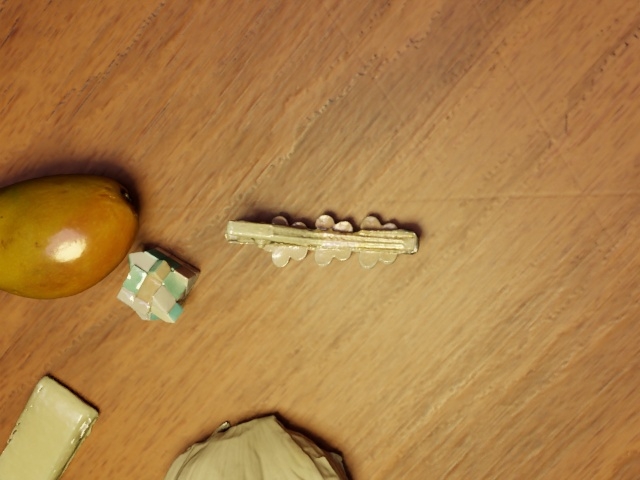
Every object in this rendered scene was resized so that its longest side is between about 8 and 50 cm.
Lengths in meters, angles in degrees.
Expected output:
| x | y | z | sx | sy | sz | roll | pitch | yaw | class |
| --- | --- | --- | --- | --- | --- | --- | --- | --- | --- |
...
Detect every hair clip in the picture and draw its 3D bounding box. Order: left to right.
| x | y | z | sx | sy | sz | roll | pitch | yaw | class |
| --- | --- | --- | --- | --- | --- | --- | --- | --- | --- |
| 0.000 | 0.001 | 1.096 | 0.214 | 0.056 | 0.062 | 5 | 83 | 1 | hair clip |

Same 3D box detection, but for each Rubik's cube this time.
| x | y | z | sx | sy | sz | roll | pitch | yaw | class |
| --- | --- | --- | --- | --- | --- | --- | --- | --- | --- |
| -0.185 | 0.055 | 1.123 | 0.075 | 0.073 | 0.084 | 14 | 98 | 9 | Rubik's cube |

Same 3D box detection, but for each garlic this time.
| x | y | z | sx | sy | sz | roll | pitch | yaw | class |
| --- | --- | --- | --- | --- | --- | --- | --- | --- | --- |
| -0.088 | 0.303 | 1.109 | 0.230 | 0.143 | 0.177 | -14 | 97 | 21 | garlic |

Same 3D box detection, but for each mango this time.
| x | y | z | sx | sy | sz | roll | pitch | yaw | class |
| --- | --- | --- | --- | --- | --- | --- | --- | --- | --- |
| -0.322 | 0.000 | 1.117 | 0.254 | 0.113 | 0.138 | -8 | 77 | 16 | mango |

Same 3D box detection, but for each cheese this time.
| x | y | z | sx | sy | sz | roll | pitch | yaw | class |
| --- | --- | --- | --- | --- | --- | --- | --- | --- | --- |
| -0.400 | 0.347 | 1.226 | 0.085 | 0.034 | 0.400 | 32 | 103 | 0 | cheese |
